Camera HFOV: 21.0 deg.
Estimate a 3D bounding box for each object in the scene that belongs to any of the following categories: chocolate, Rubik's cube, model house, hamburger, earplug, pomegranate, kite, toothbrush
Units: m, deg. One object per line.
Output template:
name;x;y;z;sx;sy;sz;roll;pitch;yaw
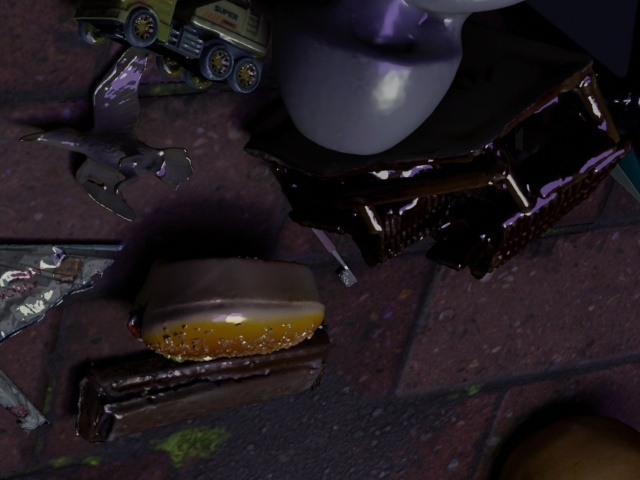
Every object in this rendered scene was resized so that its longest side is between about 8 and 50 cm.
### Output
chocolate;-0.125;0.166;1.982;0.329;0.065;0.102;-9;130;-33
Rubik's cube;0.382;-0.205;1.891;0.250;0.248;0.246;-38;138;-4
model house;0.145;-0.053;1.816;0.317;0.297;0.282;-38;133;-6
hamburger;-0.099;0.075;1.857;0.210;0.173;0.116;6;84;-41
earplug;0.089;-0.226;1.662;0.325;0.214;0.175;-46;137;-11
pomegranate;0.352;0.376;2.398;0.270;0.229;0.252;-14;132;-20
kite;-0.378;0.107;1.781;0.406;0.014;0.368;-37;140;-5
toothbrush;0.002;-0.001;1.966;0.017;0.014;0.194;-37;139;-3

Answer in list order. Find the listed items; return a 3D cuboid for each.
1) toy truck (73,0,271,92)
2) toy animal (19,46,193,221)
toy truck;-0.128;-0.215;1.617;0.191;0.085;0.116;21;81;-40
toy animal;-0.206;-0.091;1.672;0.155;0.095;0.219;-10;129;-41
